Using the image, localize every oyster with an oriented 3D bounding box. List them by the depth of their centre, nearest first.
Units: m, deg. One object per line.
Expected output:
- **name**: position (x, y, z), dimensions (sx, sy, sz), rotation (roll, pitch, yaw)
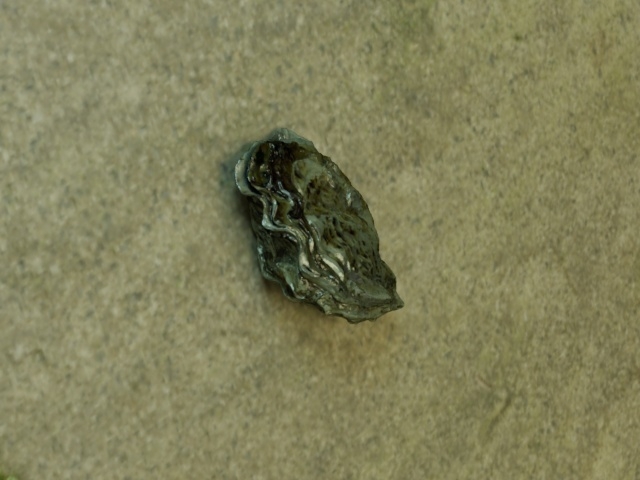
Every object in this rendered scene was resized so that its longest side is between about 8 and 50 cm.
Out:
- **oyster**: position (0.000, 0.000, 1.350), dimensions (0.177, 0.064, 0.125), rotation (59, 39, -18)
